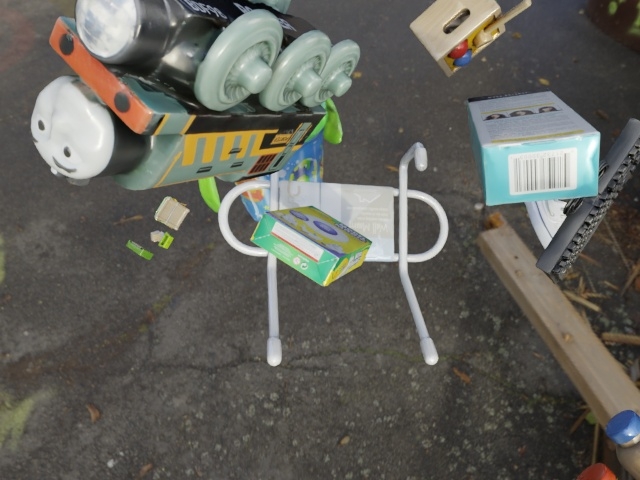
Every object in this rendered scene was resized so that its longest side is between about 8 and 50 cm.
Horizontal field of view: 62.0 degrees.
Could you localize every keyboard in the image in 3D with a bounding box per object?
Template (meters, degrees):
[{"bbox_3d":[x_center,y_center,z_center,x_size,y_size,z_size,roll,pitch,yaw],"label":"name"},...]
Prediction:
[{"bbox_3d":[0.290,-0.039,0.564,0.023,0.108,0.180,34,94,38],"label":"keyboard"}]

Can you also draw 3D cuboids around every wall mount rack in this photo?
[{"bbox_3d":[0.034,0.013,0.736,0.349,0.130,0.304,2,80,-10],"label":"wall mount rack"}]

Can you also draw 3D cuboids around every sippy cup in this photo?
[{"bbox_3d":[-0.090,-0.164,1.078,0.305,0.224,0.240,-12,39,-3],"label":"sippy cup"}]

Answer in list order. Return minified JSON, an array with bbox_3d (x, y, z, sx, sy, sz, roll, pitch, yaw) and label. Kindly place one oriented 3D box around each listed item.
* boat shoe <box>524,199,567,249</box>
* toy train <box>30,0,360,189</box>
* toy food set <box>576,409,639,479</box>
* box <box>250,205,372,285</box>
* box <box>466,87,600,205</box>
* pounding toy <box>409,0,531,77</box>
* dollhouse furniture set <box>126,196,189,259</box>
[{"bbox_3d":[0.456,-0.051,1.051,0.075,0.083,0.226,-27,56,24],"label":"boat shoe"},{"bbox_3d":[-0.087,-0.133,0.468,0.142,0.190,0.334,43,25,7],"label":"toy train"},{"bbox_3d":[0.270,0.110,0.326,0.104,0.111,0.232,45,99,9],"label":"toy food set"},{"bbox_3d":[0.000,0.000,0.669,0.105,0.043,0.179,31,14,13],"label":"box"},{"bbox_3d":[0.219,-0.112,0.583,0.100,0.060,0.244,-4,23,14],"label":"box"},{"bbox_3d":[0.226,-0.320,0.796,0.100,0.141,0.130,56,21,10],"label":"pounding toy"},{"bbox_3d":[-0.373,-0.034,1.221,0.058,0.076,0.152,28,85,35],"label":"dollhouse furniture set"}]
